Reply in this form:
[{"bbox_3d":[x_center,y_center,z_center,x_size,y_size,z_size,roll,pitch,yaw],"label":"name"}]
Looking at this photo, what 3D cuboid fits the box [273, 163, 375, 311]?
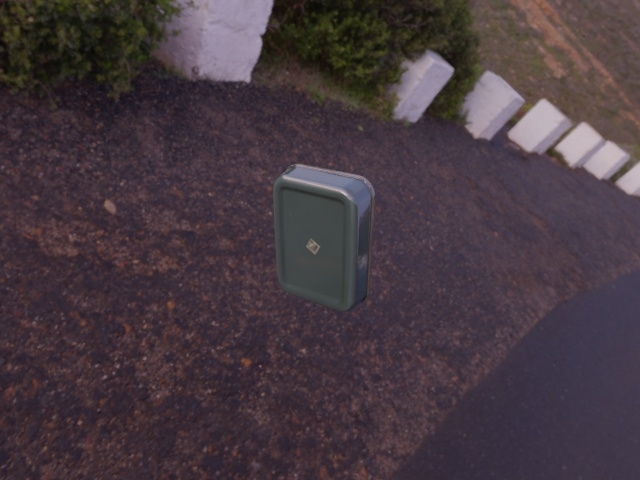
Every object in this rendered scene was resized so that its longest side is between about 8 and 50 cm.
[{"bbox_3d":[0.000,0.000,0.446,0.091,0.126,0.031,17,31,27],"label":"box"}]
